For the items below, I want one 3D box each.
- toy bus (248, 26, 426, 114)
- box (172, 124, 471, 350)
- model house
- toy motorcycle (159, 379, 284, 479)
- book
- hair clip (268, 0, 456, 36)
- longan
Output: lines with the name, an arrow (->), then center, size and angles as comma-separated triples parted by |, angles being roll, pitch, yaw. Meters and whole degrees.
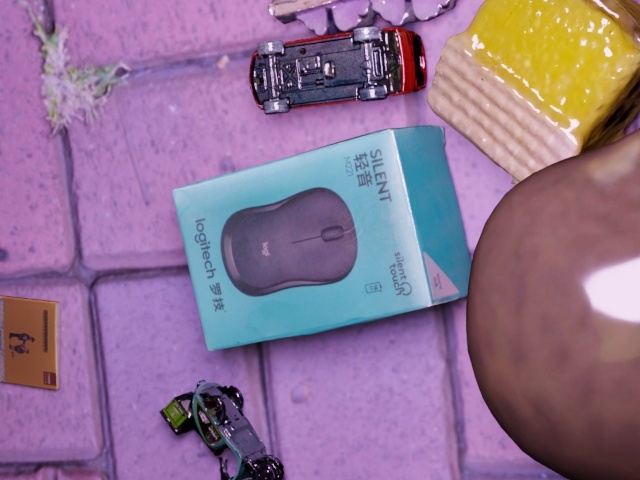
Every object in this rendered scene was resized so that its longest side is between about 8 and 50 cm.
toy bus -> 0.017, -0.191, 1.674 | 0.195, 0.089, 0.081 | -5, 93, 28
box -> 0.000, 0.000, 1.689 | 0.311, 0.118, 0.205 | -13, 91, 29
model house -> 0.227, -0.164, 1.518 | 0.193, 0.175, 0.234 | 41, 109, 18
toy motorcycle -> -0.114, 0.248, 1.812 | 0.173, 0.058, 0.100 | 52, 122, 15
book -> -0.417, 0.131, 1.984 | 0.172, 0.012, 0.118 | 4, 98, 28
hair clip -> 0.068, -0.285, 1.649 | 0.292, 0.084, 0.106 | -9, 96, 33
longan -> 0.331, 0.062, 1.393 | 0.404, 0.336, 0.404 | 2, 121, 3
